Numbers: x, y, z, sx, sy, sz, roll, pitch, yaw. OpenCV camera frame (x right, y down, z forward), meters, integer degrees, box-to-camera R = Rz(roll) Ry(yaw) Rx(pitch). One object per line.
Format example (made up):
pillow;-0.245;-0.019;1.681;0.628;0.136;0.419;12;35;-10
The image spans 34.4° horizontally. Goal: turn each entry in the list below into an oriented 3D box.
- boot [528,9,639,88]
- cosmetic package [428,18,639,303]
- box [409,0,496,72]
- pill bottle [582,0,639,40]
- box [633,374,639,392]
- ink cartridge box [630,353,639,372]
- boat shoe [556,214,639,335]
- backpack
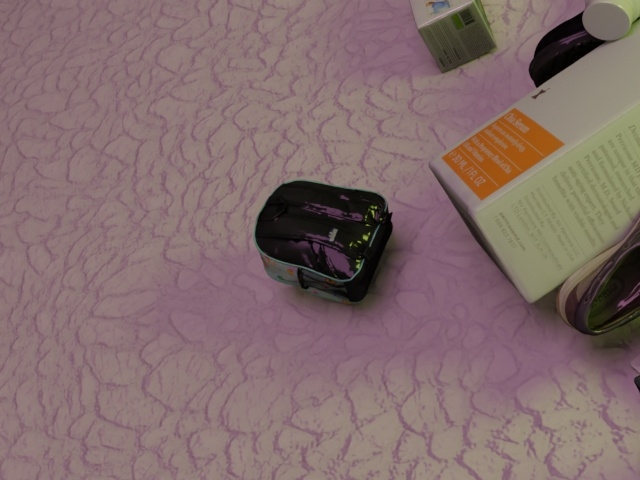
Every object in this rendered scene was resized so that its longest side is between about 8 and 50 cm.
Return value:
boot;0.444;-0.376;1.573;0.348;0.131;0.260;-22;54;1
cosmetic package;0.391;-0.138;1.360;0.453;0.161;0.230;-34;22;4
box;0.212;-0.404;1.748;0.103;0.114;0.203;-23;48;16
pill bottle;0.409;-0.342;1.420;0.078;0.078;0.137;3;49;33
box;0.448;0.246;1.039;0.103;0.184;0.261;-35;36;3
ink cartridge box;0.475;0.104;1.240;0.198;0.067;0.115;-41;46;-2
boat shoe;0.413;0.016;1.248;0.285;0.103;0.092;-40;16;6
backpack;0.000;0.000;1.543;0.188;0.144;0.165;17;66;13
